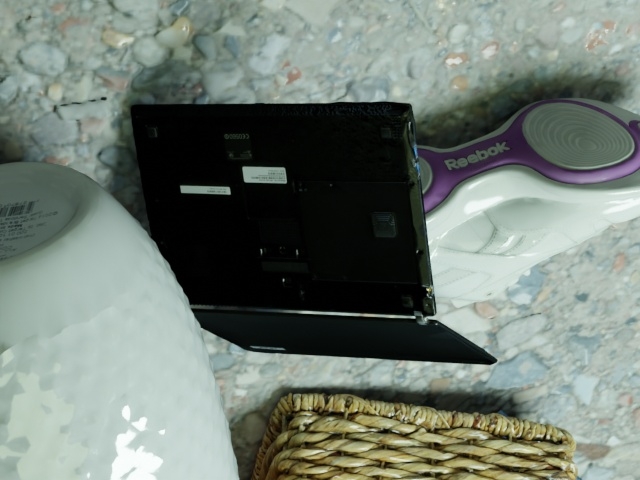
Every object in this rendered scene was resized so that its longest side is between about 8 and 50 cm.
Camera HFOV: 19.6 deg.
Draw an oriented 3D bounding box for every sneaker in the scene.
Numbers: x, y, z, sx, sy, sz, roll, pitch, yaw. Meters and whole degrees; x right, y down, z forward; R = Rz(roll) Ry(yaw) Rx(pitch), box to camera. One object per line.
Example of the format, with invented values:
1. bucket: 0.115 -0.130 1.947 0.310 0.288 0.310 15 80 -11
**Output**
1. sneaker: 0.156 -0.026 1.527 0.305 0.114 0.152 -11 138 0

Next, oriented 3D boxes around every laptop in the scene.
1. laptop: 0.000 0.000 1.456 0.234 0.136 0.264 1 112 24

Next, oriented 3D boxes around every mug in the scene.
1. mug: -0.260 0.122 1.403 0.374 0.276 0.328 0 121 18

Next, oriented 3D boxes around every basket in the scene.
1. basket: 0.076 0.289 1.708 0.299 0.223 0.213 7 151 -14

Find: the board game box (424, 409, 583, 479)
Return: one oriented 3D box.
1. board game box: 0.141 0.273 1.800 0.211 0.039 0.160 -38 130 13
